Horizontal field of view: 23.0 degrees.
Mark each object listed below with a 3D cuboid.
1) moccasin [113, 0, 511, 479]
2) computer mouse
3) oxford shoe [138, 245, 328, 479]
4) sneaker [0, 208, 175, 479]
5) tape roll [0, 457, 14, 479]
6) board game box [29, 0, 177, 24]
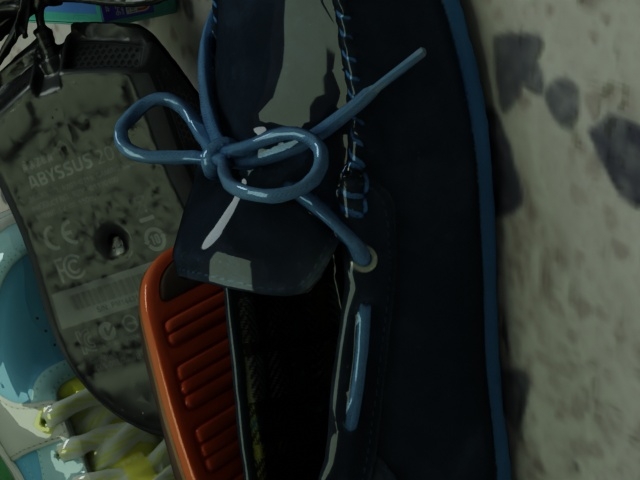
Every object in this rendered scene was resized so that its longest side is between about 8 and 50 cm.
[{"bbox_3d":[0.000,0.000,0.633,0.137,0.116,0.342,1,106,60],"label":"moccasin"},{"bbox_3d":[-0.092,-0.034,0.801,0.188,0.072,0.272,-12,101,24],"label":"computer mouse"},{"bbox_3d":[-0.031,0.133,0.748,0.098,0.097,0.271,-17,96,53],"label":"oxford shoe"},{"bbox_3d":[-0.095,0.137,0.872,0.208,0.127,0.319,16,128,60],"label":"sneaker"},{"bbox_3d":[-0.407,0.238,1.266,0.077,0.321,0.321,-11,95,62],"label":"tape roll"},{"bbox_3d":[-0.148,-0.224,0.852,0.160,0.047,0.210,16,118,57],"label":"board game box"}]
